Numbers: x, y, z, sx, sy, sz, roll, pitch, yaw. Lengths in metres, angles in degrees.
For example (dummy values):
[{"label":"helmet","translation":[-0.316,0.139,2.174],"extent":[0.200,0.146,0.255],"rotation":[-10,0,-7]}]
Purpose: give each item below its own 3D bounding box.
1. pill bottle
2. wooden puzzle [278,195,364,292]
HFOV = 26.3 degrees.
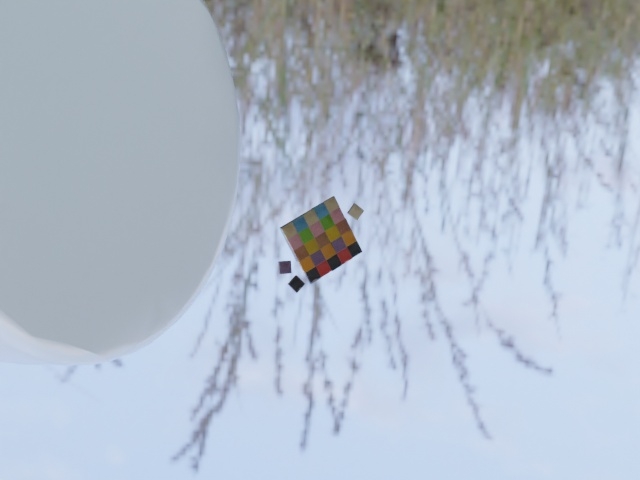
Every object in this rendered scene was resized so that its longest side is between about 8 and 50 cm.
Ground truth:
[{"label":"pill bottle","translation":[-0.227,-0.040,0.607],"extent":[0.361,0.204,0.204],"rotation":[0,-155,36]},{"label":"wooden puzzle","translation":[0.000,0.000,1.037],"extent":[0.083,0.049,0.006],"rotation":[-31,-168,-18]}]
